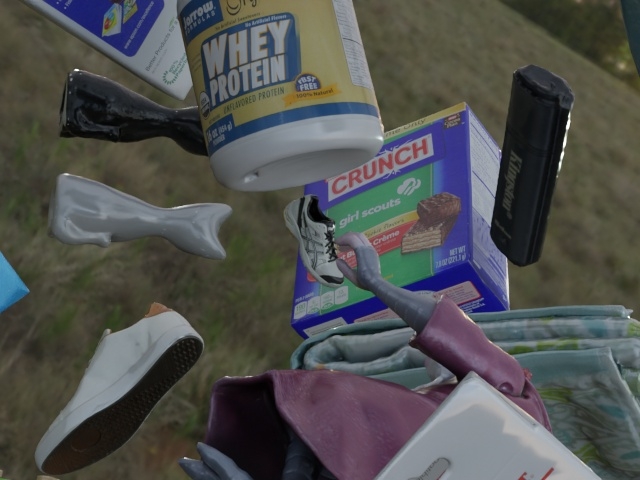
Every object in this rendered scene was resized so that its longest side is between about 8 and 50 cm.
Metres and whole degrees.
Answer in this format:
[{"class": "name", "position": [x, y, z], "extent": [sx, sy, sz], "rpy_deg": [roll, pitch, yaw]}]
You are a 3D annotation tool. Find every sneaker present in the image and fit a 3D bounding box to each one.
[{"class": "sneaker", "position": [-0.303, 0.210, 1.624], "extent": [0.123, 0.290, 0.106], "rpy_deg": [42, -8, 38]}, {"class": "sneaker", "position": [0.000, 0.000, 0.953], "extent": [0.032, 0.037, 0.083], "rpy_deg": [-24, 82, -56]}]

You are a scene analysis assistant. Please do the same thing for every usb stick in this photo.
[{"class": "usb stick", "position": [0.233, -0.078, 1.269], "extent": [0.045, 0.278, 0.077], "rpy_deg": [-32, 56, -24]}]

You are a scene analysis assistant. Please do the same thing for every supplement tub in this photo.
[{"class": "supplement tub", "position": [-0.037, -0.152, 0.922], "extent": [0.144, 0.144, 0.199], "rpy_deg": [2, 73, -60]}]

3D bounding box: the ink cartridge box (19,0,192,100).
[{"class": "ink cartridge box", "position": [-0.216, -0.277, 1.015], "extent": [0.333, 0.165, 0.065], "rpy_deg": [33, -2, -40]}]

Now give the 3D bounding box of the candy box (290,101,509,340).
[{"class": "candy box", "position": [0.110, -0.012, 1.552], "extent": [0.122, 0.268, 0.317], "rpy_deg": [50, 30, -35]}]

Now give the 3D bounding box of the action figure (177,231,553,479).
[{"class": "action figure", "position": [0.083, 0.140, 0.766], "extent": [0.276, 0.248, 0.370], "rpy_deg": [8, 15, 33]}]

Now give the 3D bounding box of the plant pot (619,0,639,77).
[{"class": "plant pot", "position": [0.306, -0.155, 0.599], "extent": [0.247, 0.252, 0.248], "rpy_deg": [-19, 37, -40]}]

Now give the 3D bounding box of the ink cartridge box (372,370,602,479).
[{"class": "ink cartridge box", "position": [0.076, 0.131, 0.481], "extent": [0.180, 0.104, 0.060], "rpy_deg": [43, 0, -25]}]

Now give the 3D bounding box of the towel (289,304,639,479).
[{"class": "towel", "position": [0.194, 0.201, 1.161], "extent": [0.320, 0.375, 0.090], "rpy_deg": [56, 41, -37]}]

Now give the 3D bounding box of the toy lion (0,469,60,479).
[{"class": "toy lion", "position": [-0.319, 0.253, 1.158], "extent": [0.100, 0.034, 0.096], "rpy_deg": [19, -18, -35]}]

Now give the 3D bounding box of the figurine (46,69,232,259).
[{"class": "figurine", "position": [-0.200, -0.079, 1.309], "extent": [0.209, 0.092, 0.214], "rpy_deg": [8, 67, -17]}]

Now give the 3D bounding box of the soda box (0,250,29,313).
[{"class": "soda box", "position": [-0.267, 0.061, 0.604], "extent": [0.071, 0.210, 0.067], "rpy_deg": [58, -23, -16]}]
